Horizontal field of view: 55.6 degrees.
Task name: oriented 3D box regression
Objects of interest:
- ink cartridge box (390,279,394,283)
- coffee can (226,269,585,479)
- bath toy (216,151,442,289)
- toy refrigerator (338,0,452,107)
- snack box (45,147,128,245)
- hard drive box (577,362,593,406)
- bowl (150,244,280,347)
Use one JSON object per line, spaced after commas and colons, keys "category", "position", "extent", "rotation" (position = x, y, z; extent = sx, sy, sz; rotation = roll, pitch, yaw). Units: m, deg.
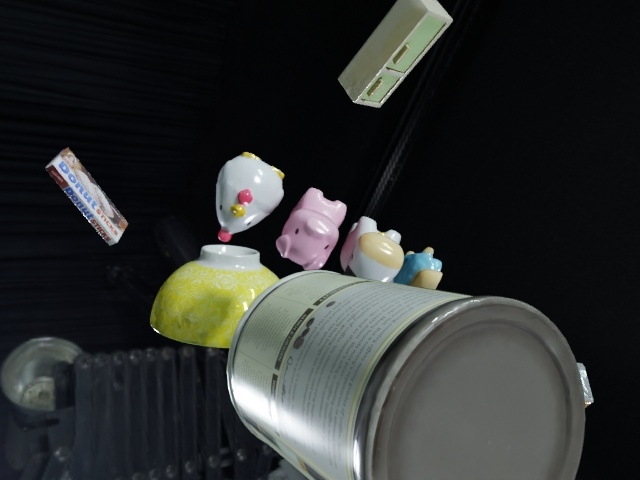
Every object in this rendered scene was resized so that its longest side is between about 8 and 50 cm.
{"category": "ink cartridge box", "position": [0.200, 0.108, 1.495], "extent": [0.056, 0.099, 0.135], "rotation": [-40, -139, 21]}
{"category": "coffee can", "position": [0.054, 0.135, 0.545], "extent": [0.275, 0.201, 0.202], "rotation": [4, -88, 62]}
{"category": "bath toy", "position": [0.000, 0.000, 0.877], "extent": [0.129, 0.348, 0.151], "rotation": [-64, -175, -13]}
{"category": "toy refrigerator", "position": [0.171, -0.438, 1.409], "extent": [0.269, 0.102, 0.094], "rotation": [-46, -118, 34]}
{"category": "snack box", "position": [-0.416, -0.077, 1.092], "extent": [0.022, 0.178, 0.064], "rotation": [-20, -149, 19]}
{"category": "hard drive box", "position": [0.431, 0.342, 1.303], "extent": [0.232, 0.181, 0.089], "rotation": [112, -14, -48]}
{"category": "bowl", "position": [-0.186, 0.094, 1.204], "extent": [0.289, 0.289, 0.156], "rotation": [15, -78, 48]}
